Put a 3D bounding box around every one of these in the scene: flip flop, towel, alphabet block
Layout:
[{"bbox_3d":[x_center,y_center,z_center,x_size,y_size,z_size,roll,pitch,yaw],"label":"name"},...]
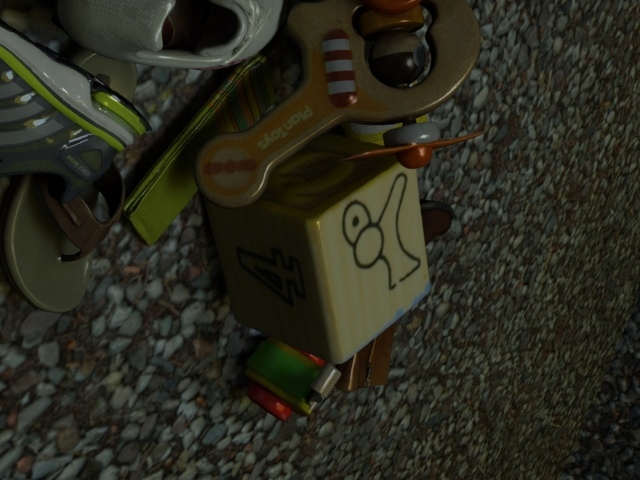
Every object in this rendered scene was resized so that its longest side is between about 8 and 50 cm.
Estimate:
[{"bbox_3d":[-0.231,-0.055,0.909,0.112,0.080,0.277,5,108,-55],"label":"flip flop"},{"bbox_3d":[-0.130,-0.101,1.051,0.237,0.021,0.102,-52,159,-15],"label":"towel"},{"bbox_3d":[0.000,0.000,1.135,0.192,0.193,0.197,-35,127,-38],"label":"alphabet block"}]

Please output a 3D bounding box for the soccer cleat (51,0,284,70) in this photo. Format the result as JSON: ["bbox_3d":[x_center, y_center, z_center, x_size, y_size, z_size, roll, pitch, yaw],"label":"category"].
[{"bbox_3d":[-0.104,-0.207,0.893,0.331,0.143,0.116,-20,128,-59],"label":"soccer cleat"}]

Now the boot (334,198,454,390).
[{"bbox_3d":[0.114,0.077,1.374,0.264,0.096,0.281,-2,97,-64],"label":"boot"}]

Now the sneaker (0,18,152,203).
[{"bbox_3d":[-0.277,-0.119,0.753,0.300,0.111,0.121,31,93,-42],"label":"sneaker"}]

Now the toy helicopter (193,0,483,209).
[{"bbox_3d":[0.023,-0.144,1.011,0.355,0.235,0.140,-37,-177,-3],"label":"toy helicopter"}]

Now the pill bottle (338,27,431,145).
[{"bbox_3d":[0.068,-0.187,1.190,0.119,0.119,0.208,-52,145,-17],"label":"pill bottle"}]

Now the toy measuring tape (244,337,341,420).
[{"bbox_3d":[-0.044,0.174,1.238,0.121,0.121,0.330,-54,176,-13],"label":"toy measuring tape"}]
